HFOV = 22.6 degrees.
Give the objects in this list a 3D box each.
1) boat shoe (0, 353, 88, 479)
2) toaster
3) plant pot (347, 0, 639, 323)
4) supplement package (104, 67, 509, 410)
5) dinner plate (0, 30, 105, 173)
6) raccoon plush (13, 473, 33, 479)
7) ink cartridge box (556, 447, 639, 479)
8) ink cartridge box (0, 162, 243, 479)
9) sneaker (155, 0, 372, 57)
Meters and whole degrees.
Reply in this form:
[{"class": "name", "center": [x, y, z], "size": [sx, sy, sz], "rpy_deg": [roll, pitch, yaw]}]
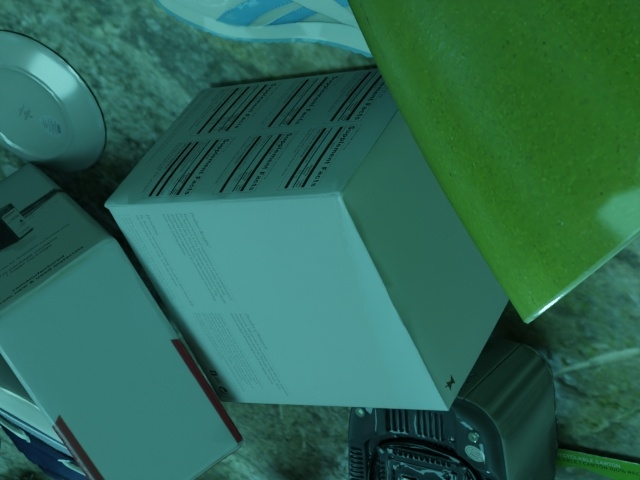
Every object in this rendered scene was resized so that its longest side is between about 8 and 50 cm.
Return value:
[{"class": "boat shoe", "center": [-0.298, 0.119, 1.482], "size": [0.340, 0.127, 0.158], "rpy_deg": [38, 147, -1]}, {"class": "toaster", "center": [0.106, 0.176, 1.215], "size": [0.129, 0.146, 0.227], "rpy_deg": [9, 118, 28]}, {"class": "plant pot", "center": [0.120, -0.155, 0.841], "size": [0.293, 0.275, 0.275], "rpy_deg": [51, 141, 6]}, {"class": "supplement package", "center": [0.000, 0.000, 1.136], "size": [0.203, 0.149, 0.194], "rpy_deg": [-2, 129, 36]}, {"class": "dinner plate", "center": [-0.238, -0.107, 1.302], "size": [0.141, 0.017, 0.141], "rpy_deg": [19, 139, 17]}, {"class": "raccoon plush", "center": [-0.213, 0.418, 1.738], "size": [0.446, 0.216, 0.299], "rpy_deg": [3, 123, -7]}, {"class": "ink cartridge box", "center": [0.213, 0.291, 1.317], "size": [0.189, 0.097, 0.255], "rpy_deg": [8, 134, 30]}, {"class": "ink cartridge box", "center": [-0.192, 0.071, 1.254], "size": [0.197, 0.114, 0.273], "rpy_deg": [60, 169, -23]}, {"class": "sneaker", "center": [-0.006, -0.177, 1.026], "size": [0.229, 0.087, 0.092], "rpy_deg": [10, 127, 18]}]
